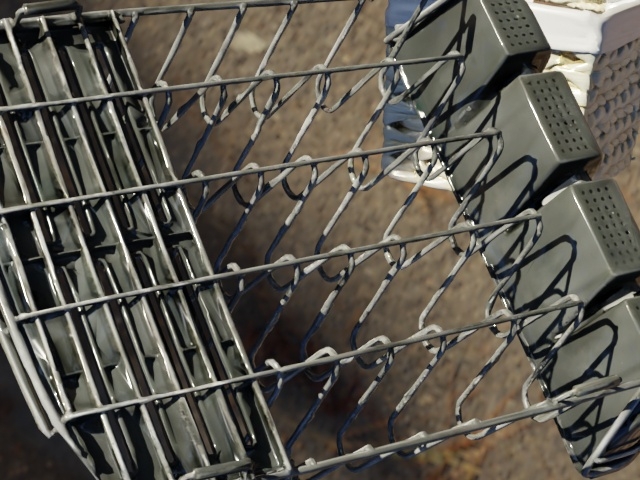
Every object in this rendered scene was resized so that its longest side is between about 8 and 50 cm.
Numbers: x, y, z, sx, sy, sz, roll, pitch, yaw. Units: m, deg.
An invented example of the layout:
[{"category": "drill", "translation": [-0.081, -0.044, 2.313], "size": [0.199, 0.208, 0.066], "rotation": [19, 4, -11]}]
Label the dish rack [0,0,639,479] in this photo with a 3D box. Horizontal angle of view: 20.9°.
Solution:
[{"category": "dish rack", "translation": [0.000, 0.000, 0.635], "size": [0.074, 0.271, 0.208], "rotation": [-51, 56, 50]}]

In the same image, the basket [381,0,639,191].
[{"category": "basket", "translation": [0.105, -0.084, 0.901], "size": [0.113, 0.167, 0.103], "rotation": [13, 106, 20]}]
